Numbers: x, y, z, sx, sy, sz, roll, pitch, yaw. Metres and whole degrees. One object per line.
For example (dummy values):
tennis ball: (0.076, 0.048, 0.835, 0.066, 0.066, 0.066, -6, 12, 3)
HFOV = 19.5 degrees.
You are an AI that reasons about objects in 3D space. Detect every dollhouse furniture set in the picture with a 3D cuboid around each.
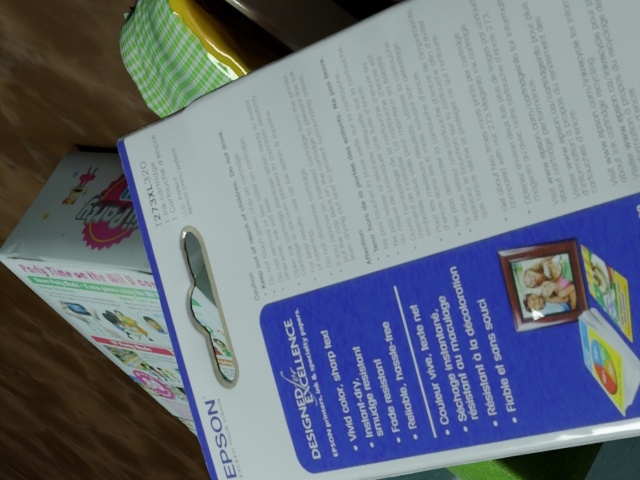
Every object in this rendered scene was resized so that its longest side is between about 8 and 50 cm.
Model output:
dollhouse furniture set: (0.000, 0.000, 0.923, 0.301, 0.151, 0.197, 36, 159, -5)

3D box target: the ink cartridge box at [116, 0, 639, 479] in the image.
ink cartridge box: (0.061, -0.006, 0.716, 0.371, 0.069, 0.176, -18, 87, 48)

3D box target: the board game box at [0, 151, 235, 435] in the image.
board game box: (-0.034, 0.075, 1.221, 0.224, 0.097, 0.303, 6, 147, 50)

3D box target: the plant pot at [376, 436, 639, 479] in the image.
plant pot: (0.137, 0.219, 1.048, 0.252, 0.247, 0.248, 14, 147, 44)
